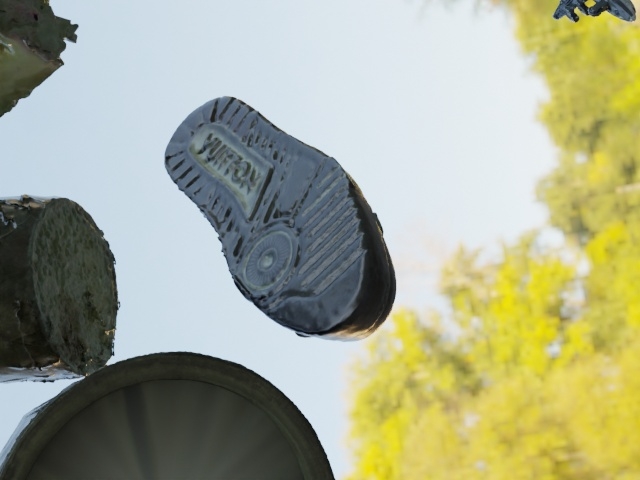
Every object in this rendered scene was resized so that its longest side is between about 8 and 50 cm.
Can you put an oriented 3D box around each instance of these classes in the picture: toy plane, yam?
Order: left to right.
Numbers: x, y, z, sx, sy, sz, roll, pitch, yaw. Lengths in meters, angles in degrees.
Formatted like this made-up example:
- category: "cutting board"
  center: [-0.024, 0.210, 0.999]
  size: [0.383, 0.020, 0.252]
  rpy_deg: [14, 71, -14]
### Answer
- category: "yam"
  center: [-0.280, 0.037, 1.100]
  size: [0.154, 0.254, 0.154]
  rpy_deg: [180, 90, -88]
- category: "toy plane"
  center: [0.116, -0.124, 0.691]
  size: [0.078, 0.024, 0.084]
  rpy_deg: [83, 164, -51]

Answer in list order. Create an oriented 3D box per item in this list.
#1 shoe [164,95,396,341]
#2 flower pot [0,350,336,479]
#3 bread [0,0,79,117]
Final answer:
- category: "shoe"
  center: [-0.001, 0.002, 1.093]
  size: [0.149, 0.109, 0.293]
  rpy_deg: [40, -175, -40]
- category: "flower pot"
  center: [-0.118, 0.164, 0.942]
  size: [0.202, 0.212, 0.212]
  rpy_deg: [-172, 67, -70]
- category: "bread"
  center: [-0.199, -0.108, 0.699]
  size: [0.232, 0.172, 0.064]
  rpy_deg: [89, 178, -62]
